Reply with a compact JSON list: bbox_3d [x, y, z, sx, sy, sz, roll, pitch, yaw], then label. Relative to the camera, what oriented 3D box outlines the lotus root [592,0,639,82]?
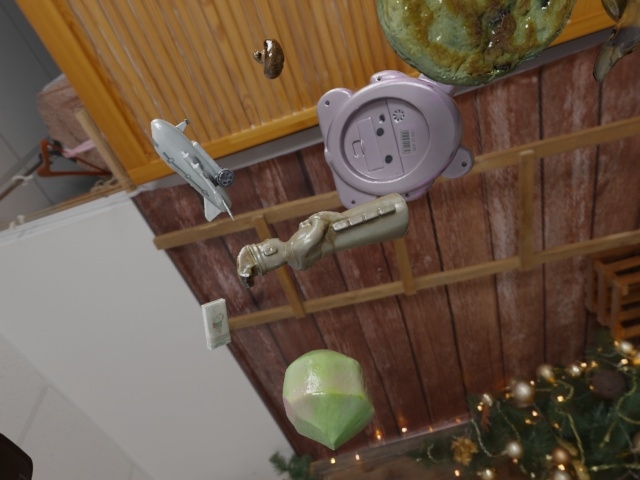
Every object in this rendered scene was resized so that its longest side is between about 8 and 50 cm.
[{"bbox_3d":[0.266,-0.215,0.314,0.118,0.221,0.125,28,-178,42],"label":"lotus root"}]

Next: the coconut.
[{"bbox_3d":[0.020,0.382,1.074,0.236,0.204,0.236,-17,-90,-82],"label":"coconut"}]

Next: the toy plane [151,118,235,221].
[{"bbox_3d":[-0.265,-0.157,0.972,0.255,0.101,0.251,58,165,-28],"label":"toy plane"}]

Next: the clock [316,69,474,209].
[{"bbox_3d":[0.167,-0.232,1.026,0.113,0.322,0.296,-31,-73,-64],"label":"clock"}]

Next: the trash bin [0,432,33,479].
[{"bbox_3d":[-0.420,0.306,0.421,0.115,0.225,0.165,98,157,-49],"label":"trash bin"}]

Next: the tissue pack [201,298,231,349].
[{"bbox_3d":[-0.237,0.191,1.027,0.023,0.056,0.108,10,111,47],"label":"tissue pack"}]

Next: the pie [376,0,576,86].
[{"bbox_3d":[0.216,-0.367,0.634,0.067,0.302,0.303,-133,24,-75],"label":"pie"}]

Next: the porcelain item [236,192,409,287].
[{"bbox_3d":[0.000,0.000,0.547,0.084,0.213,0.054,94,155,-61],"label":"porcelain item"}]

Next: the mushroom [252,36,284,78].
[{"bbox_3d":[-0.148,-0.550,1.360,0.109,0.085,0.126,35,-133,-62],"label":"mushroom"}]
